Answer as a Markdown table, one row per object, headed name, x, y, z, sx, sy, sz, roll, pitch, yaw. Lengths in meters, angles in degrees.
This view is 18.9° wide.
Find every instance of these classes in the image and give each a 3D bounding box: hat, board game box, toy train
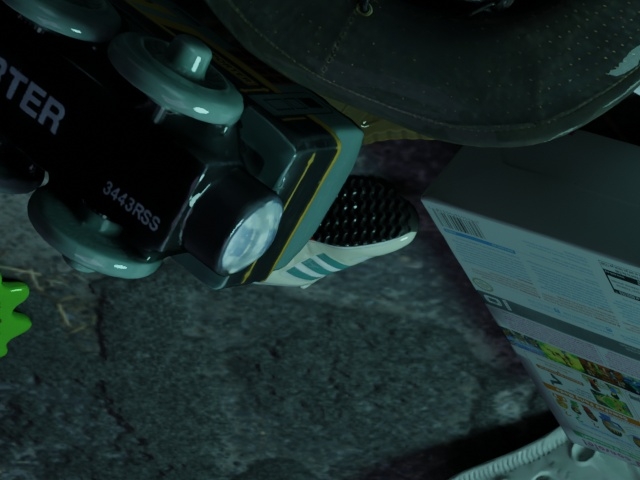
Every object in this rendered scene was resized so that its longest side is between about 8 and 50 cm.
| name | x | y | z | sx | sy | sz | roll | pitch | yaw |
| --- | --- | --- | --- | --- | --- | --- | --- | --- | --- |
| hat | 0.071 | -0.213 | 1.093 | 0.331 | 0.331 | 0.134 | 0 | -176 | -1 |
| board game box | 0.233 | 0.060 | 1.349 | 0.224 | 0.097 | 0.303 | 22 | 154 | 43 |
| toy train | -0.134 | -0.092 | 1.073 | 0.334 | 0.190 | 0.142 | 36 | 109 | 22 |

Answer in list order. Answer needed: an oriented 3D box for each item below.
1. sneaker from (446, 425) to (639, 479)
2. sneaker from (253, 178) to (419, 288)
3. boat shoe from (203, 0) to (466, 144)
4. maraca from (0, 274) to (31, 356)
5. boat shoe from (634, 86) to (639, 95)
| name | x | y | z | sx | sy | sz | roll | pitch | yaw |
| --- | --- | --- | --- | --- | --- | --- | --- | --- | --- |
| sneaker | 0.266 | 0.246 | 1.629 | 0.323 | 0.130 | 0.236 | -21 | 142 | 21 |
| sneaker | 0.000 | 0.000 | 1.426 | 0.161 | 0.057 | 0.075 | -9 | 153 | 14 |
| boat shoe | 0.041 | -0.129 | 1.225 | 0.341 | 0.110 | 0.121 | -15 | 136 | -5 |
| maraca | -0.318 | 0.073 | 1.507 | 0.186 | 0.099 | 0.127 | -14 | 144 | -17 |
| boat shoe | 0.295 | -0.096 | 1.220 | 0.258 | 0.084 | 0.095 | 8 | 132 | -22 |
